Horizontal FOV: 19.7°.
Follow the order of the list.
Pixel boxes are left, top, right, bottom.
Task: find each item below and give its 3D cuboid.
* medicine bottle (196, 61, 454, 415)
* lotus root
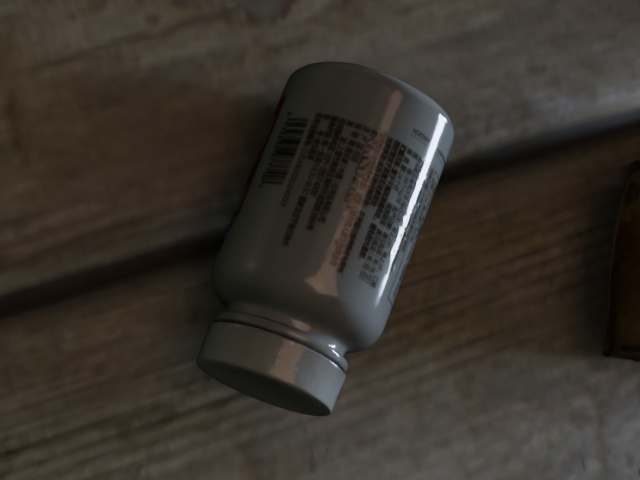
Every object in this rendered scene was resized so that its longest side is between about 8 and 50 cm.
[{"bbox_3d":[0.000,0.000,0.795,0.079,0.079,0.140,28,74,-23],"label":"medicine bottle"},{"bbox_3d":[0.208,0.008,0.900,0.159,0.095,0.135,-8,85,-34],"label":"lotus root"}]
